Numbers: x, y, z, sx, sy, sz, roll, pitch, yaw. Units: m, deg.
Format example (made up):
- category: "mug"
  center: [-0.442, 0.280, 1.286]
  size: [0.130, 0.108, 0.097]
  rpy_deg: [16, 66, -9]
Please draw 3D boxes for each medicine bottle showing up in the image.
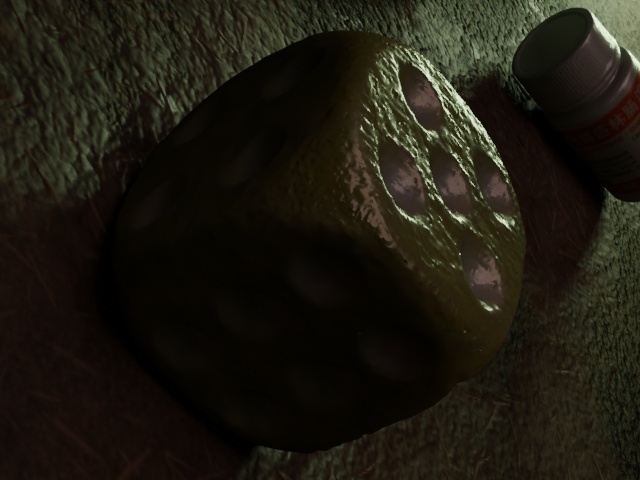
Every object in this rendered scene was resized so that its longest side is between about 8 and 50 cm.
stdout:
- category: "medicine bottle"
  center: [0.369, -0.176, 1.808]
  size: [0.252, 0.144, 0.144]
  rpy_deg: [45, 36, -25]

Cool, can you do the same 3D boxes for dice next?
- category: "dice"
  center: [0.000, 0.000, 1.052]
  size: [0.227, 0.238, 0.233]
  rpy_deg: [47, 34, -25]
